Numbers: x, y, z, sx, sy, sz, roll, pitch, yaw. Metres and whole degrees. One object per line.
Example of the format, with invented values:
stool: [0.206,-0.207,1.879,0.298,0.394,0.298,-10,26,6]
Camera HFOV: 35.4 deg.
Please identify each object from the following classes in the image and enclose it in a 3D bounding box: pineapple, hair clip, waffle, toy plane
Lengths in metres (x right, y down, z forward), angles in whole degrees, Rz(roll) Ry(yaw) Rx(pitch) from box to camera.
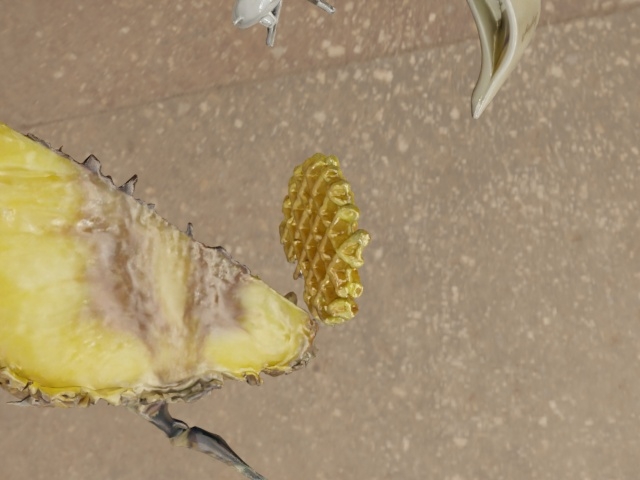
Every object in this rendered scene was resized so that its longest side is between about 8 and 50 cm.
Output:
pineapple: [-0.158,0.053,0.691,0.335,0.158,0.161,28,155,-25]
hair clip: [0.289,-0.356,1.585,0.113,0.172,0.282,-2,118,29]
waffle: [-0.001,-0.001,1.623,0.065,0.309,0.283,-3,95,-19]
toy plane: [-0.029,-0.391,1.418,0.273,0.107,0.182,-19,112,31]
